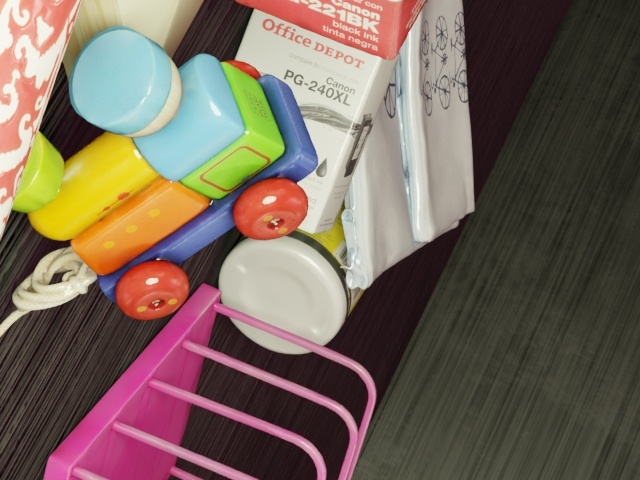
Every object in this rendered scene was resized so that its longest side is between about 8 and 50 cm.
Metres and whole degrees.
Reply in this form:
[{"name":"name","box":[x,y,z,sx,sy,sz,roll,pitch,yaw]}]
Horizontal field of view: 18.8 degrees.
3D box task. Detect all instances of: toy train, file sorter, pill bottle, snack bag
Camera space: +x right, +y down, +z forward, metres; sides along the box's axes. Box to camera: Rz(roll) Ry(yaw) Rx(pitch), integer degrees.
[{"name":"toy train","box":[-0.137,-0.018,1.059,0.248,0.105,0.143,-33,147,21]},{"name":"file sorter","box":[-0.091,0.211,1.538,0.291,0.182,0.202,-51,161,-58]},{"name":"pill bottle","box":[0.000,0.000,1.741,0.208,0.119,0.119,-54,163,-52]},{"name":"snack bag","box":[0.078,-0.144,1.720,0.342,0.037,0.323,-28,117,-69]}]

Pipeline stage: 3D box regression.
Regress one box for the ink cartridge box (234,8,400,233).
[{"name":"ink cartridge box","box":[-0.019,-0.095,1.458,0.150,0.109,0.063,-69,167,9]}]

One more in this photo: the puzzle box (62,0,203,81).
[{"name":"puzzle box","box":[-0.070,-0.275,0.969,0.409,0.052,0.272,89,26,-65]}]

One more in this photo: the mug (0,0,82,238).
[{"name":"mug","box":[-0.162,-0.069,0.776,0.150,0.113,0.169,75,35,-77]}]

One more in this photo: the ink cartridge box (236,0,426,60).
[{"name":"ink cartridge box","box":[0.039,-0.266,1.082,0.273,0.114,0.197,93,22,-61]}]
